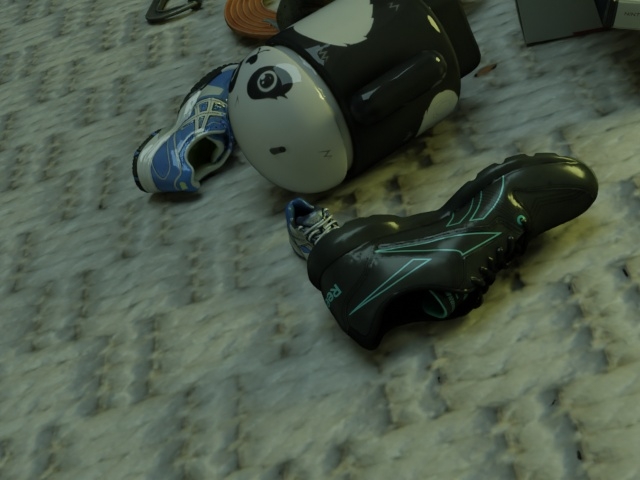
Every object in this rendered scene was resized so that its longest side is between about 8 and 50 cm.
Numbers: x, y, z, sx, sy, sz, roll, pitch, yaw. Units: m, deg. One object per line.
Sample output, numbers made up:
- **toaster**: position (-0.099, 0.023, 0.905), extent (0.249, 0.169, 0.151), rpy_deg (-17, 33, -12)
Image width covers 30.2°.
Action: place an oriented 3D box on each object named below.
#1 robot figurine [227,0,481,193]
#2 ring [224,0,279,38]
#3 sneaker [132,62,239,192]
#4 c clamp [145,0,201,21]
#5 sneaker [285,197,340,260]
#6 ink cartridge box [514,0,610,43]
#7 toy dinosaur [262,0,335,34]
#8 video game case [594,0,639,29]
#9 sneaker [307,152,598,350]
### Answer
- **robot figurine**: position (0.033, -0.168, 1.253), extent (0.278, 0.209, 0.173), rpy_deg (-33, 73, -20)
- **ring**: position (0.024, -0.366, 1.695), extent (0.337, 0.032, 0.336), rpy_deg (-14, 33, 10)
- **sneaker**: position (-0.127, -0.126, 1.388), extent (0.081, 0.080, 0.211), rpy_deg (13, 54, 33)
- **c clamp**: position (-0.207, -0.391, 1.872), extent (0.137, 0.022, 0.160), rpy_deg (-9, 33, 18)
- **sneaker**: position (0.000, 0.000, 1.131), extent (0.052, 0.058, 0.135), rpy_deg (-31, 34, -16)
- **ink cartridge box**: position (0.301, -0.315, 1.417), extent (0.127, 0.072, 0.175), rpy_deg (-8, 34, 17)
- **toy dinosaur**: position (0.012, -0.258, 1.391), extent (0.160, 0.121, 0.313), rpy_deg (-10, -8, -1)
- **video game case**: position (0.408, -0.287, 1.268), extent (0.248, 0.035, 0.275), rpy_deg (5, 35, 0)
- **sneaker**: position (0.127, 0.013, 1.031), extent (0.267, 0.101, 0.106), rpy_deg (-23, 54, -4)
